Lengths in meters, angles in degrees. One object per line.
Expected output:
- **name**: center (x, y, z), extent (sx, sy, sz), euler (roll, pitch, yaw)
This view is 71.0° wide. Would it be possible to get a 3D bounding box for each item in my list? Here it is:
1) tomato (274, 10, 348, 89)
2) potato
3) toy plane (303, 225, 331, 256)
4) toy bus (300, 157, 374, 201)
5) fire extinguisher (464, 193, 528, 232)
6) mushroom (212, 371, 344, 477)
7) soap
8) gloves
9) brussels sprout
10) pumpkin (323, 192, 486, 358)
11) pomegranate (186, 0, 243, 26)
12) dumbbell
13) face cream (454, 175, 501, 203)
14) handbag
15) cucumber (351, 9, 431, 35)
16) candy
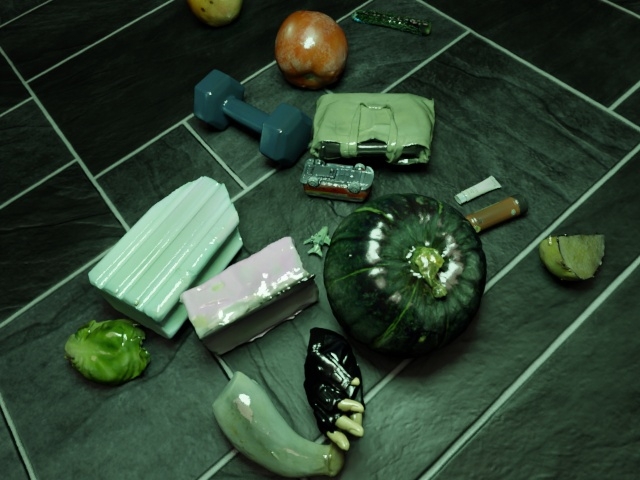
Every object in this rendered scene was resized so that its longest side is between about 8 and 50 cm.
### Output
- **tomato**: center (-0.024, -0.530, 1.237), extent (0.207, 0.208, 0.185), euler (2, 81, 8)
- **potato**: center (0.525, 0.037, 0.954), extent (0.171, 0.089, 0.101), euler (-6, 79, -32)
- **toy plane**: center (-0.001, -0.001, 1.050), extent (0.080, 0.033, 0.083), euler (8, 62, 27)
- **toy bus**: center (0.043, -0.143, 1.095), extent (0.174, 0.077, 0.079), euler (10, 58, 10)
- **fire extinguisher**: center (0.384, -0.050, 1.024), extent (0.177, 0.050, 0.062), euler (-23, 100, -5)
- **mushroom**: center (-0.087, 0.363, 0.834), extent (0.270, 0.103, 0.118), euler (34, 75, 11)
- **soap**: center (-0.317, 0.018, 1.008), extent (0.208, 0.115, 0.347), euler (22, 59, 18)
- **gloves**: center (0.028, 0.280, 0.825), extent (0.124, 0.164, 0.204), euler (-21, 35, 23)
- **brussels sprout**: center (-0.450, 0.234, 0.945), extent (0.180, 0.100, 0.139), euler (4, 77, -10)
- **pumpkin**: center (0.164, 0.063, 0.877), extent (0.322, 0.241, 0.324), euler (3, 70, -7)
- **pomegranate**: center (-0.333, -0.784, 1.424), extent (0.191, 0.191, 0.192), euler (-3, 62, 5)
- **dumbbell**: center (-0.182, -0.324, 1.183), extent (0.324, 0.144, 0.160), euler (31, 68, 20)
- **face cream**: center (0.377, -0.121, 1.077), extent (0.115, 0.020, 0.038), euler (-25, 61, -10)
- **handbag**: center (0.134, -0.286, 1.135), extent (0.315, 0.109, 0.253), euler (4, 46, 4)
- **cucumber**: center (0.217, -0.679, 1.384), extent (0.256, 0.043, 0.044), euler (19, 61, 17)
- **candy**: center (-0.137, 0.120, 0.931), extent (0.264, 0.156, 0.116), euler (-30, 64, -9)
